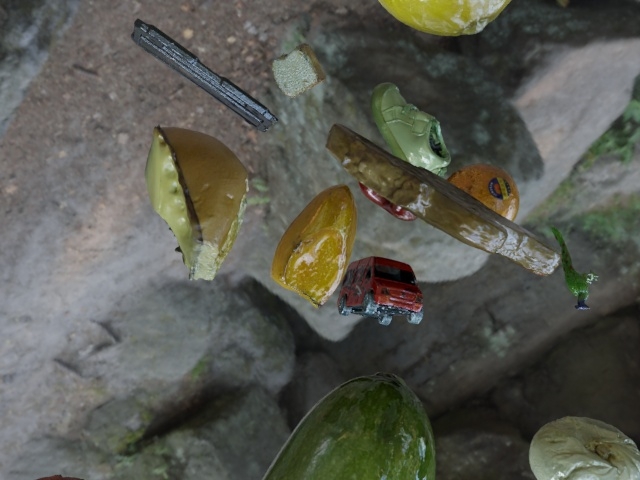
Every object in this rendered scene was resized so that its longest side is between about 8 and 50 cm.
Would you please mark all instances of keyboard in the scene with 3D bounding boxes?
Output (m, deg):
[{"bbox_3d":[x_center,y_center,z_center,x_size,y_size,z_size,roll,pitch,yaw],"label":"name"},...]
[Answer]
[{"bbox_3d":[-0.184,-0.257,1.270,0.016,0.262,0.106,-58,-167,-11],"label":"keyboard"}]

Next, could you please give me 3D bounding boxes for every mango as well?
[{"bbox_3d":[0.000,0.000,1.744,0.187,0.138,0.257,41,78,-45],"label":"mango"}]

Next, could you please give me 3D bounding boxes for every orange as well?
[{"bbox_3d":[0.347,-0.083,1.756,0.178,0.177,0.155,-37,147,5],"label":"orange"}]

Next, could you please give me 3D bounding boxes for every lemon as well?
[{"bbox_3d":[0.201,-0.478,1.312,0.293,0.293,0.293,-31,159,-13],"label":"lemon"}]

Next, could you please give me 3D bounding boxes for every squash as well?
[{"bbox_3d":[0.083,0.382,1.321,0.308,0.310,0.310,-58,157,3],"label":"squash"}]

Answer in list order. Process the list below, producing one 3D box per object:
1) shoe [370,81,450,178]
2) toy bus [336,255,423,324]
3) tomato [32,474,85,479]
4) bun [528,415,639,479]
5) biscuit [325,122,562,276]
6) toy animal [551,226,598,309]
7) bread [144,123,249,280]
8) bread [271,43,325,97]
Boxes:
[{"bbox_3d":[0.214,-0.251,1.866,0.128,0.262,0.140,-21,176,15],"label":"shoe"},{"bbox_3d":[0.088,0.072,1.168,0.081,0.089,0.195,13,171,-13],"label":"toy bus"},{"bbox_3d":[-0.408,0.478,1.234,0.225,0.225,0.085,-31,-158,-11],"label":"tomato"},{"bbox_3d":[0.460,0.376,1.389,0.164,0.188,0.111,-45,148,-38],"label":"bun"},{"bbox_3d":[0.194,-0.060,1.344,0.394,0.368,0.076,14,109,-55],"label":"biscuit"},{"bbox_3d":[0.579,0.063,1.811,0.075,0.216,0.041,5,146,-18],"label":"toy animal"},{"bbox_3d":[-0.205,-0.080,1.384,0.163,0.262,0.204,-20,160,-18],"label":"bread"},{"bbox_3d":[-0.041,-0.310,1.468,0.077,0.083,0.070,-27,-172,19],"label":"bread"}]
